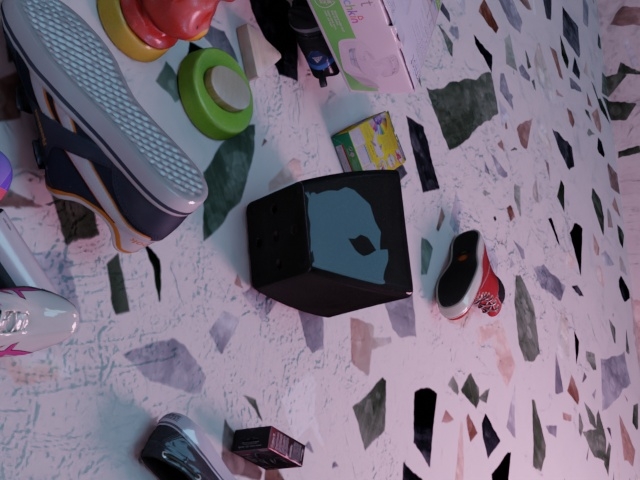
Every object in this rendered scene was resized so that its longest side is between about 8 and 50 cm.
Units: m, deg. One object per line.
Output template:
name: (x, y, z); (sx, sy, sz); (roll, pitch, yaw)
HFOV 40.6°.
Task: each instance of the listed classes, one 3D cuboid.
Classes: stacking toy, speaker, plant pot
stacking toy: (-0.126, -0.311, 1.196); (0.280, 0.130, 0.309); (54, 40, -29)
speaker: (-0.305, 0.039, 0.870); (0.136, 0.055, 0.055); (63, 36, -20)
plant pot: (0.000, 0.000, 1.232); (0.166, 0.187, 0.188); (8, 71, -42)

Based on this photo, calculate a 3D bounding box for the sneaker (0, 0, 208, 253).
sneaker: (-0.266, -0.127, 0.946); (0.321, 0.127, 0.126); (53, 26, 10)

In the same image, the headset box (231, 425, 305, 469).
headset box: (-0.069, 0.268, 1.122); (0.083, 0.062, 0.032); (41, 46, -42)

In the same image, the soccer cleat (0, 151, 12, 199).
soccer cleat: (-0.366, -0.046, 0.775); (0.248, 0.095, 0.083); (-21, 96, -56)

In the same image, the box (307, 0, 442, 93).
box: (0.091, -0.398, 1.346); (0.262, 0.126, 0.231); (57, 46, -54)

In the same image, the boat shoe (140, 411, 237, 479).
boat shoe: (-0.130, 0.307, 1.008); (0.076, 0.080, 0.229); (-49, 118, -44)

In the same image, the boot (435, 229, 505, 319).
boot: (0.310, 0.115, 1.720); (0.176, 0.088, 0.244); (61, 33, -24)

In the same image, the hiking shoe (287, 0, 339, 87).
hiking shoe: (0.027, -0.390, 1.497); (0.304, 0.113, 0.132); (-57, 144, -45)

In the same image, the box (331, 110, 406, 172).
box: (0.092, -0.165, 1.541); (0.179, 0.043, 0.105); (-33, 105, -53)

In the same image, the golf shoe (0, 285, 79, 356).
golf shoe: (-0.305, 0.077, 0.790); (0.186, 0.086, 0.068); (5, 93, -38)
